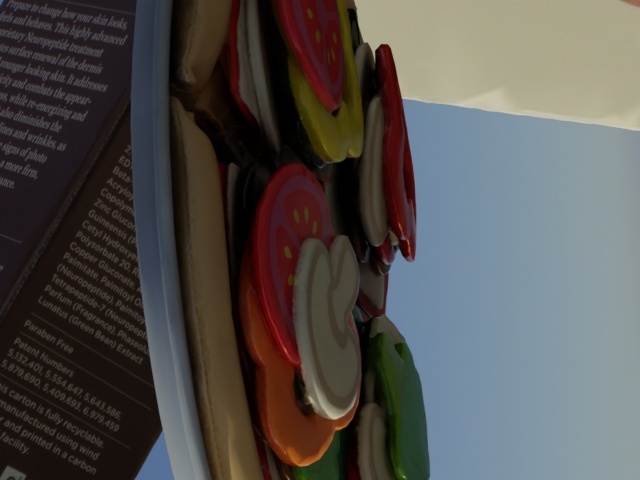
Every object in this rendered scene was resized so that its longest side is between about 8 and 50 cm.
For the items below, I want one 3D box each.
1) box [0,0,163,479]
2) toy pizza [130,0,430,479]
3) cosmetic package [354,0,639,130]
[{"bbox_3d":[-0.136,-0.027,1.143,0.143,0.191,0.381,35,-100,-38],"label":"box"},{"bbox_3d":[0.000,0.000,0.472,0.201,0.032,0.201,-5,-90,-78],"label":"toy pizza"},{"bbox_3d":[0.079,-0.197,0.599,0.153,0.129,0.296,-91,13,-49],"label":"cosmetic package"}]
